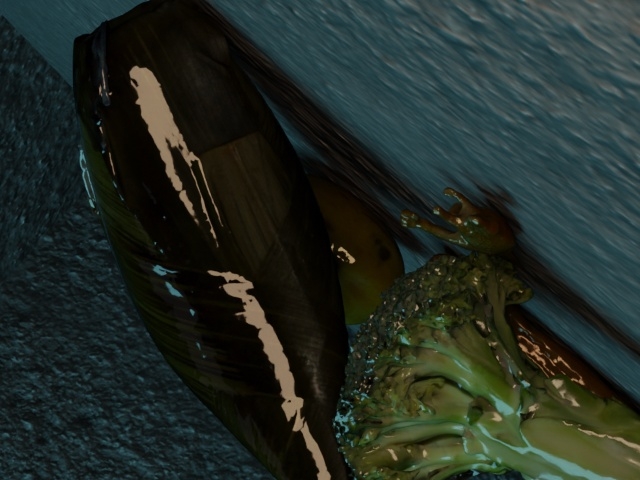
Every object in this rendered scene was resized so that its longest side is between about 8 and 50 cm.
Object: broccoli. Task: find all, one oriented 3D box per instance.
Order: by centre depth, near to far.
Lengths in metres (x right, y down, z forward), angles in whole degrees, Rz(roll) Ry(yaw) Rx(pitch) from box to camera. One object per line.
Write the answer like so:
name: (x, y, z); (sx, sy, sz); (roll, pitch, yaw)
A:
broccoli: (0.185, 0.133, 1.151); (0.361, 0.252, 0.221); (-1, -174, 27)

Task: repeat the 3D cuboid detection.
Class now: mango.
mango: (0.000, 0.000, 1.606); (0.167, 0.130, 0.262); (41, -177, -44)

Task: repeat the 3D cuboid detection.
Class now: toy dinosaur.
toy dinosaur: (0.141, 0.000, 1.106); (0.162, 0.039, 0.126); (26, 177, -31)

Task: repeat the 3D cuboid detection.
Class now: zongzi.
zongzi: (-0.081, 0.014, 1.272); (0.432, 0.207, 0.403); (-121, 12, -52)

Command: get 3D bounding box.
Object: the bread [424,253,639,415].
bread: (0.226, 0.174, 1.447); (0.380, 0.109, 0.185); (42, 169, 10)
